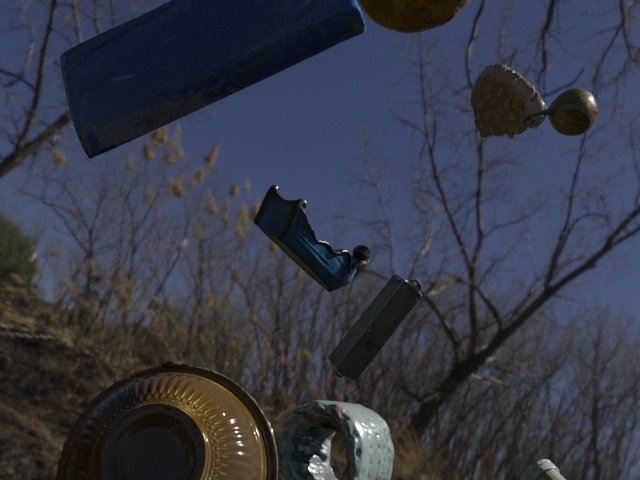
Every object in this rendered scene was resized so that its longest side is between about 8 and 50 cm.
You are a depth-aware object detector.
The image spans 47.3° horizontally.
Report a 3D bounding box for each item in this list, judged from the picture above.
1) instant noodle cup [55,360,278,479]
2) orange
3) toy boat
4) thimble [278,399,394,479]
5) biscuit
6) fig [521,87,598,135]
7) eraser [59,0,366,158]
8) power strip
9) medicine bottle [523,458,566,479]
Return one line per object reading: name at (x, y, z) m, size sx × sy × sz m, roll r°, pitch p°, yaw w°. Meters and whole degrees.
instant noodle cup at (-0.187, 0.260, 0.855) m, size 0.273 × 0.274 × 0.091 m, roll 19°, pitch -26°, yaw 10°
orange at (0.181, -0.550, 1.440) m, size 0.278 × 0.279 × 0.235 m, roll 15°, pitch -6°, yaw 22°
toy boat at (0.000, 0.000, 0.879) m, size 0.075 × 0.077 × 0.185 m, roll 30°, pitch -11°, yaw 45°
thimble at (0.031, 0.396, 1.322) m, size 0.185 × 0.211 × 0.149 m, roll -23°, pitch -28°, yaw 29°
biscuit at (0.448, -0.344, 1.785) m, size 0.179 × 0.084 × 0.281 m, roll 65°, pitch -11°, yaw -12°
fig at (0.454, -0.226, 1.359) m, size 0.093 × 0.166 × 0.093 m, roll 23°, pitch -51°, yaw 33°
eraser at (-0.118, -0.205, 0.759) m, size 0.311 × 0.144 × 0.043 m, roll -25°, pitch -37°, yaw 0°
power strip at (0.121, 0.189, 1.608) m, size 0.078 × 0.272 × 0.052 m, roll 41°, pitch -5°, yaw -33°
medicine bottle at (0.470, 0.500, 1.341) m, size 0.074 × 0.074 × 0.218 m, roll 36°, pitch 5°, yaw -38°
